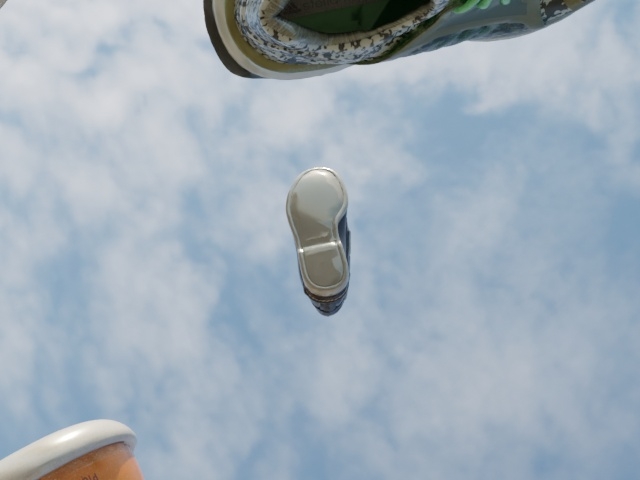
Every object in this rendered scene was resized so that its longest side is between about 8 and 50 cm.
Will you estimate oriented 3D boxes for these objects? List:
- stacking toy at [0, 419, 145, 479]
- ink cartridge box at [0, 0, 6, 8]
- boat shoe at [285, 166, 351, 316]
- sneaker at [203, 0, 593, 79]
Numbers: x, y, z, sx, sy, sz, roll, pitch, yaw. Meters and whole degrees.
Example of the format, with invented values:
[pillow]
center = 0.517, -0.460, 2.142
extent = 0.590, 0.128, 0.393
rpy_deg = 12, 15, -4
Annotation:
[stacking toy]
center = -0.237, 0.466, 1.338
extent = 0.480, 0.350, 0.350
rpy_deg = 53, -55, 13
[ink cartridge box]
center = -0.498, -0.415, 1.709
extent = 0.239, 0.060, 0.275
rpy_deg = 54, -32, -9
[boat shoe]
center = 0.000, 0.000, 1.476
extent = 0.075, 0.206, 0.065
rpy_deg = -5, -43, 0
[sneaker]
center = 0.112, -0.217, 1.038
extent = 0.410, 0.182, 0.158
rpy_deg = -19, -73, -5
